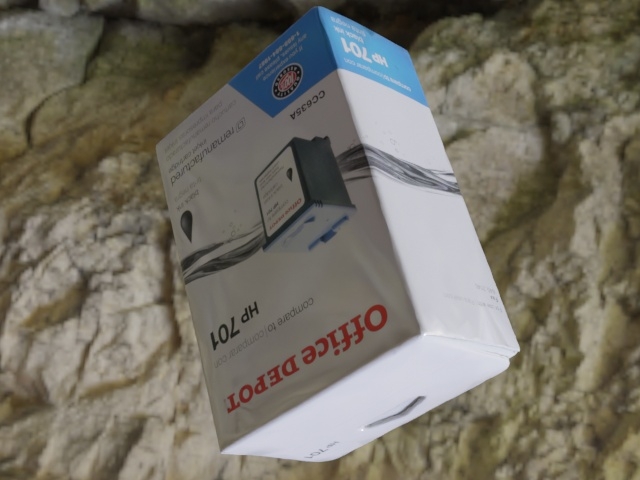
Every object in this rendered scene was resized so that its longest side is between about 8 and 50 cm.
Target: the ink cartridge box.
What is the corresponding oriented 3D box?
[{"bbox_3d":[0.000,0.000,0.514,0.139,0.191,0.082,-35,145,31],"label":"ink cartridge box"}]
